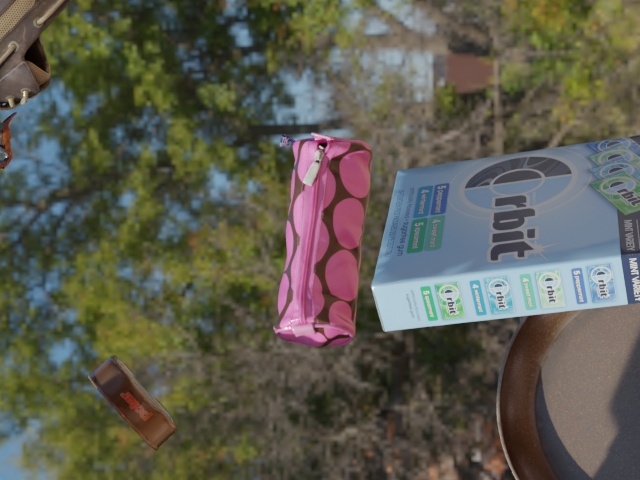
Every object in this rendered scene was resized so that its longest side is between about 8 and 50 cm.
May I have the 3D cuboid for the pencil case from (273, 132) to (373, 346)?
[{"bbox_3d":[0.000,0.000,1.224,0.098,0.095,0.209,69,-156,-81],"label":"pencil case"}]

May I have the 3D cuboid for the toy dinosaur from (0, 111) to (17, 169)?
[{"bbox_3d":[-0.402,-0.120,1.544,0.082,0.090,0.047,54,-134,-49],"label":"toy dinosaur"}]

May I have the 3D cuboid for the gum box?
[{"bbox_3d":[0.136,-0.007,0.833,0.157,0.184,0.041,-73,-29,-57],"label":"gum box"}]

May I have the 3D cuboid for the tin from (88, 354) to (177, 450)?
[{"bbox_3d":[-0.200,0.170,1.313,0.040,0.106,0.189,-46,4,-8],"label":"tin"}]

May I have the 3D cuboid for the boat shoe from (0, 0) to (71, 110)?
[{"bbox_3d":[-0.378,-0.209,1.431,0.355,0.130,0.132,-53,14,24],"label":"boat shoe"}]

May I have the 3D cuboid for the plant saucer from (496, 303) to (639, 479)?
[{"bbox_3d":[0.332,0.163,1.230,0.050,0.310,0.311,27,-119,-61],"label":"plant saucer"}]

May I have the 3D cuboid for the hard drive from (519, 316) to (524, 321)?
[{"bbox_3d":[0.256,0.152,1.455,0.094,0.022,0.135,-14,-80,-73],"label":"hard drive"}]
